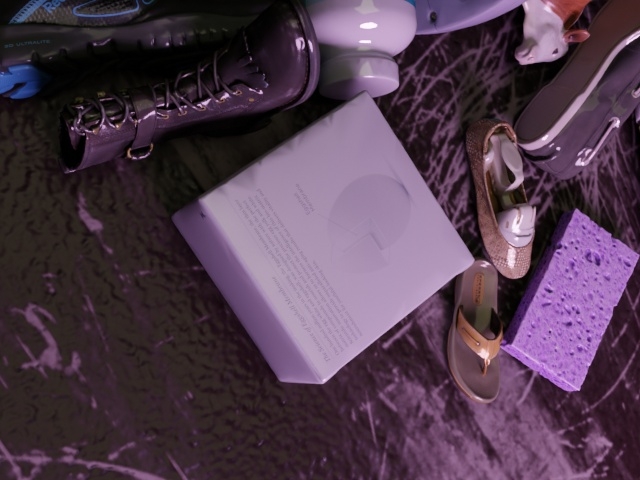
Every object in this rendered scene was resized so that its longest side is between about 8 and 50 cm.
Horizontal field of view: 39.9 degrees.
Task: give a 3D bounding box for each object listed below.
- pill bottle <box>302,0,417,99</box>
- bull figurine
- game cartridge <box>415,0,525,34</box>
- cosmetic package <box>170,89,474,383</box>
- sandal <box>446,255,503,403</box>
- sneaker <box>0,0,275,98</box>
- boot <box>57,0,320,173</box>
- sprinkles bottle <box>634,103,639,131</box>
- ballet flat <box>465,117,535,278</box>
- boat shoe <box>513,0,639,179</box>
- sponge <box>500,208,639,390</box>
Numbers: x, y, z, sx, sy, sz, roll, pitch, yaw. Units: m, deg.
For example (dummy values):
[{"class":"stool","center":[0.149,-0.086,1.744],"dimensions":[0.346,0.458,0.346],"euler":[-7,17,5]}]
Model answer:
[{"class":"pill bottle","center":[0.033,-0.301,1.008],"dimensions":[0.146,0.146,0.264],"euler":[-2,83,-22]},{"class":"bull figurine","center":[0.314,-0.368,1.077],"dimensions":[0.188,0.101,0.310],"euler":[31,103,-38]},{"class":"game cartridge","center":[0.177,-0.353,0.994],"dimensions":[0.062,0.297,0.198],"euler":[-20,92,-32]},{"class":"cosmetic package","center":[0.000,0.000,0.955],"dimensions":[0.225,0.138,0.224],"euler":[-35,96,-24]},{"class":"sandal","center":[0.195,0.106,1.067],"dimensions":[0.072,0.049,0.180],"euler":[8,79,-21]},{"class":"sneaker","center":[-0.194,-0.244,0.921],"dimensions":[0.341,0.125,0.139],"euler":[-10,81,-25]},{"class":"boot","center":[-0.139,-0.138,0.863],"dimensions":[0.229,0.263,0.091],"euler":[-19,79,-30]},{"class":"sprinkles bottle","center":[0.497,-0.040,1.173],"dimensions":[0.121,0.121,0.355],"euler":[-1,83,-22]},{"class":"ballet flat","center":[0.230,-0.054,1.094],"dimensions":[0.073,0.067,0.206],"euler":[-16,89,-24]},{"class":"boat shoe","center":[0.384,-0.223,1.127],"dimensions":[0.095,0.112,0.335],"euler":[38,96,-30]},{"class":"sponge","center":[0.322,0.076,1.133],"dimensions":[0.117,0.031,0.210],"euler":[35,71,-14]}]
